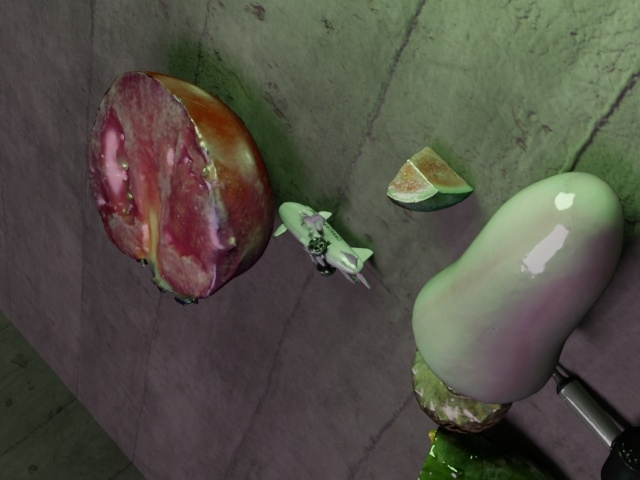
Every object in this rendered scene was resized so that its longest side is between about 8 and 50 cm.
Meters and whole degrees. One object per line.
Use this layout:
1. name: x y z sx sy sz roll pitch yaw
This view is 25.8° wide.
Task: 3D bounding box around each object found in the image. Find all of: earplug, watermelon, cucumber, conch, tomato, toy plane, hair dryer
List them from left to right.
1. tomato: -0.166 -0.090 1.913 0.335 0.176 0.289 32 127 43
2. toy plane: 0.000 0.000 1.870 0.171 0.065 0.162 30 159 32
3. watermelon: 0.124 -0.065 1.558 0.092 0.084 0.072 -1 107 17
4. conch: 0.180 0.170 1.773 0.207 0.130 0.155 57 -156 -74
5. cucumber: 0.242 0.331 1.818 0.244 0.134 0.134 24 148 15
6. earplug: 0.218 0.028 1.418 0.172 0.172 0.301 46 149 13
7. hair dryer: 0.316 0.206 1.617 0.197 0.057 0.100 52 158 22

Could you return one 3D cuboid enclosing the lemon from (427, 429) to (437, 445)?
1. lemon: 0.188 0.291 1.933 0.092 0.065 0.065 36 153 12
